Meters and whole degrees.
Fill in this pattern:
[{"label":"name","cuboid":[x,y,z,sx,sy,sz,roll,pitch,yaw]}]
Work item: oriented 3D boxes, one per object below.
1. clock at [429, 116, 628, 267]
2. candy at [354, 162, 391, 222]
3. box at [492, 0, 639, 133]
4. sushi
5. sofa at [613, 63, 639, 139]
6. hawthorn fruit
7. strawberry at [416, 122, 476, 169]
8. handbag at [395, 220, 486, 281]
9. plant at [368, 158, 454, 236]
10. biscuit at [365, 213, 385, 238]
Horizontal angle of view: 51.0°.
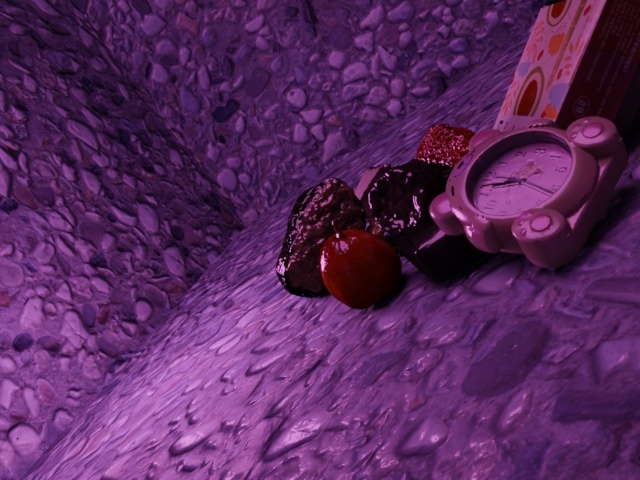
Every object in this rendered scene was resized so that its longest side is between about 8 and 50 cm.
[{"label":"clock","cuboid":[0.370,-0.099,1.234,0.309,0.114,0.284,15,67,48]},{"label":"candy","cuboid":[0.179,-0.135,2.084,0.195,0.137,0.185,-60,9,1]},{"label":"box","cuboid":[0.527,-0.331,1.464,0.344,0.122,0.385,-105,34,-77]},{"label":"sushi","cuboid":[0.000,0.000,1.919,0.350,0.211,0.171,-64,17,-8]},{"label":"sofa","cuboid":[0.684,-0.311,1.495,0.210,0.176,0.225,-139,73,-78]},{"label":"hawthorn fruit","cuboid":[0.082,0.044,1.563,0.196,0.225,0.196,-27,24,14]},{"label":"strawberry","cuboid":[0.320,-0.211,1.527,0.286,0.188,0.106,-140,57,-78]},{"label":"handbag","cuboid":[0.308,-0.038,1.468,0.285,0.113,0.257,-38,11,-2]},{"label":"plant","cuboid":[0.255,-0.109,1.732,0.199,0.188,0.276,-37,-9,33]},{"label":"biscuit","cuboid":[0.155,-0.034,1.876,0.273,0.036,0.187,-77,5,-75]}]
